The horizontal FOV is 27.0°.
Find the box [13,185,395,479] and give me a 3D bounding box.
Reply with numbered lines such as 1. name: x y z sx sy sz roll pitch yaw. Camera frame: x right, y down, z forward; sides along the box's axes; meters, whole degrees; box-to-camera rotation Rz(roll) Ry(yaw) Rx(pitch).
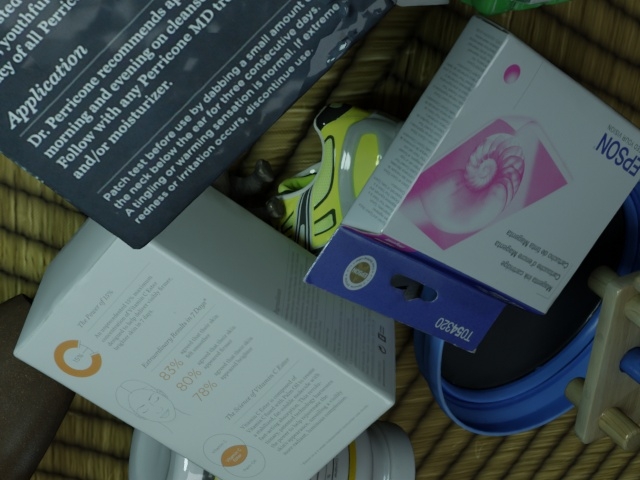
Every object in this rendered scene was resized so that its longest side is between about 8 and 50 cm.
1. box: -0.116 0.100 1.446 0.345 0.168 0.215 35 119 -19

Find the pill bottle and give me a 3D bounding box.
1. pill bottle: -0.057 0.284 1.681 0.334 0.188 0.188 11 116 -27

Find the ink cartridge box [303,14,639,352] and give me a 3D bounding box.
1. ink cartridge box: 0.186 -0.033 1.449 0.324 0.071 0.330 24 101 -45

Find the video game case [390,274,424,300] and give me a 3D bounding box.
1. video game case: 0.147 -0.003 1.617 0.212 0.023 0.193 -3 128 -59

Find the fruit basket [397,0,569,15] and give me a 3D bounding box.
1. fruit basket: 0.240 -0.401 1.322 0.327 0.165 0.353 -16 139 -37

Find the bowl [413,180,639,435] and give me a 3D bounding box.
1. bowl: 0.284 0.071 1.704 0.391 0.077 0.391 -21 131 -26

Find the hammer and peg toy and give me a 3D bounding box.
1. hammer and peg toy: 0.446 0.084 1.693 0.266 0.127 0.361 -16 129 -27

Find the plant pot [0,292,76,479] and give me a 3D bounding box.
1. plant pot: -0.373 0.179 1.494 0.230 0.215 0.215 -47 127 -7

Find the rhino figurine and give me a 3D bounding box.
1. rhino figurine: -0.149 -0.093 1.466 0.106 0.073 0.243 -22 131 28

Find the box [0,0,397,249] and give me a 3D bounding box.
1. box: -0.254 -0.322 1.027 0.297 0.480 0.472 -43 126 9

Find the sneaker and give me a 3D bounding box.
1. sneaker: 0.000 0.000 1.578 0.147 0.145 0.385 30 118 3
